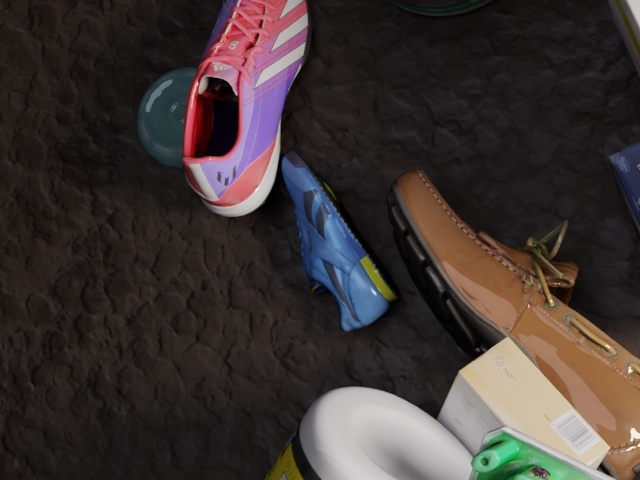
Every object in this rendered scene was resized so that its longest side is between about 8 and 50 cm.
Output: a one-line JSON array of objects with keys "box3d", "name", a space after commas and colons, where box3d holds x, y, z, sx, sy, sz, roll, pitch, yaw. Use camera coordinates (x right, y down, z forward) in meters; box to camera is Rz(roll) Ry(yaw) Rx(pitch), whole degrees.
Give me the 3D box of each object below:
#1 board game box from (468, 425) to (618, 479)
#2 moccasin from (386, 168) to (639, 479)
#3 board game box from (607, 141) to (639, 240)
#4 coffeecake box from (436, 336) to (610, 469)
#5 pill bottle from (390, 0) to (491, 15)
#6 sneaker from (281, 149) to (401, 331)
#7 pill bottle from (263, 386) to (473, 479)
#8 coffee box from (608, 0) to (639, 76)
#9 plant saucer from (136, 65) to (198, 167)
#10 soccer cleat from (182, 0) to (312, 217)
[{"box3d": [0.241, 0.407, 1.323, 0.390, 0.050, 0.390, 25, 109, 25], "name": "board game box"}, {"box3d": [0.211, 0.065, 1.586, 0.147, 0.139, 0.380, -40, 65, -10], "name": "moccasin"}, {"box3d": [0.338, -0.008, 1.551, 0.060, 0.194, 0.194, -24, 92, 10], "name": "board game box"}, {"box3d": [0.180, 0.203, 1.533, 0.068, 0.185, 0.142, -31, 67, -27], "name": "coffeecake box"}, {"box3d": [0.089, -0.374, 1.599, 0.204, 0.361, 0.204, -4, 76, 16], "name": "pill bottle"}, {"box3d": [0.000, 0.000, 1.699, 0.082, 0.069, 0.209, -35, 70, 11], "name": "sneaker"}, {"box3d": [-0.001, 0.317, 1.523, 0.188, 0.188, 0.334, 40, 115, 21], "name": "pill bottle"}, {"box3d": [0.470, -0.165, 1.443, 0.337, 0.334, 0.338, -24, 76, 10], "name": "coffee box"}, {"box3d": [-0.155, -0.142, 1.804, 0.119, 0.021, 0.119, -4, 76, 16], "name": "plant saucer"}, {"box3d": [-0.084, -0.188, 1.729, 0.108, 0.116, 0.318, 2, 68, 20], "name": "soccer cleat"}]
